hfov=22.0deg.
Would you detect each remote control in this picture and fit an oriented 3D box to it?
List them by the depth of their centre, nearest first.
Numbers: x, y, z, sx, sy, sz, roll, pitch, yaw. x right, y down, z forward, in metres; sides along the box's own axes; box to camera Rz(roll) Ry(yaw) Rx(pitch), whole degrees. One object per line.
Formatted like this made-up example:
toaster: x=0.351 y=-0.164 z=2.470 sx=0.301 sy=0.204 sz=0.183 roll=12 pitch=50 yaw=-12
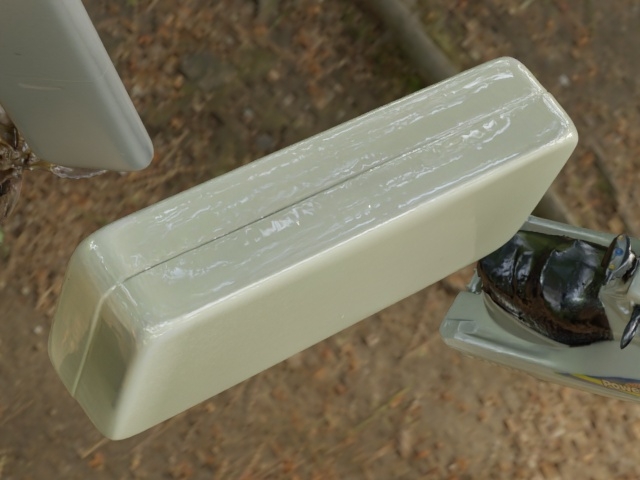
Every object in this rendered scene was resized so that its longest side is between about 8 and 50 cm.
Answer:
remote control: x=-0.135 y=-0.101 z=0.753 sx=0.067 sy=0.261 sz=0.029 roll=6 pitch=66 yaw=12

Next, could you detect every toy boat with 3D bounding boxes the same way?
toy boat: x=0.214 y=0.043 z=1.244 sx=0.141 sy=0.269 sz=0.141 roll=-3 pitch=95 yaw=-40

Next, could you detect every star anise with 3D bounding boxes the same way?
star anise: x=-0.259 y=-0.089 z=1.370 sx=0.172 sy=0.208 sz=0.063 roll=42 pitch=26 yaw=-41

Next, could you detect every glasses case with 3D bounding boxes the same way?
glasses case: x=0.000 y=0.000 z=0.933 sx=0.313 sy=0.131 sz=0.070 roll=-25 pitch=68 yaw=-30
